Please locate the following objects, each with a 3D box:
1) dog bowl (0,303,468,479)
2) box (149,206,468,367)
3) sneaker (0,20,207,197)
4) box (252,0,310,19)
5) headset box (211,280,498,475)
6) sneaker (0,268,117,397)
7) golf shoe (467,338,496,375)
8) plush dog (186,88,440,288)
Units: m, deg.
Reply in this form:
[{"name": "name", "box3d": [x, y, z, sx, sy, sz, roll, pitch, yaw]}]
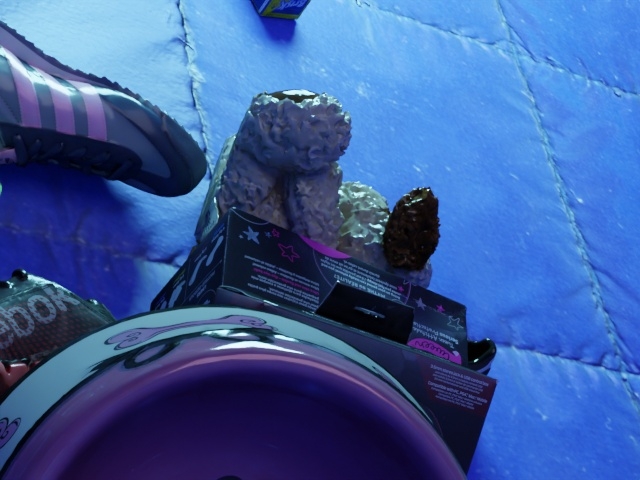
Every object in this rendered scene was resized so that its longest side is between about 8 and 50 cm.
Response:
[{"name": "dog bowl", "box3d": [-0.061, 0.243, 1.195, 0.407, 0.150, 0.408, 1, 84, -14]}, {"name": "box", "box3d": [-0.015, 0.110, 1.540, 0.247, 0.163, 0.142, 23, 44, -21]}, {"name": "sneaker", "box3d": [-0.262, -0.099, 1.618, 0.319, 0.112, 0.131, 27, 56, -11]}, {"name": "box", "box3d": [-0.067, -0.337, 2.045, 0.059, 0.054, 0.169, 1, 51, -40]}, {"name": "headset box", "box3d": [-0.007, 0.180, 1.378, 0.218, 0.293, 0.110, 20, -3, -23]}, {"name": "sneaker", "box3d": [-0.265, 0.089, 1.408, 0.276, 0.098, 0.135, 5, 49, -39]}, {"name": "golf shoe", "box3d": [0.082, 0.101, 1.695, 0.186, 0.086, 0.067, 14, 44, -27]}, {"name": "plush dog", "box3d": [0.000, 0.000, 1.653, 0.225, 0.262, 0.211, 21, 73, -8]}]
